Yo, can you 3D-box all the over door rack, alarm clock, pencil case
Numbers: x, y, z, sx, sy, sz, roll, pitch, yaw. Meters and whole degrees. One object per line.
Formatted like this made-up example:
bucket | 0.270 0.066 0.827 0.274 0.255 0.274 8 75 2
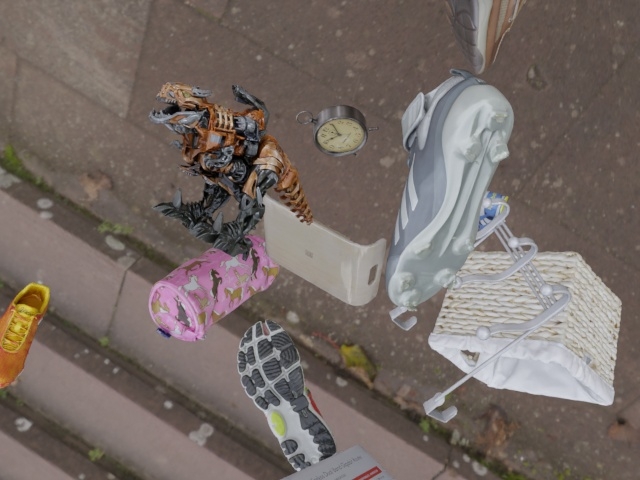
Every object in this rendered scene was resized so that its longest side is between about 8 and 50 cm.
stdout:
over door rack | 0.231 0.111 1.030 0.108 0.239 0.324 19 123 -27
alarm clock | 0.030 -0.270 1.470 0.192 0.064 0.129 14 141 -27
pencil case | -0.258 0.110 1.577 0.160 0.386 0.167 16 118 22

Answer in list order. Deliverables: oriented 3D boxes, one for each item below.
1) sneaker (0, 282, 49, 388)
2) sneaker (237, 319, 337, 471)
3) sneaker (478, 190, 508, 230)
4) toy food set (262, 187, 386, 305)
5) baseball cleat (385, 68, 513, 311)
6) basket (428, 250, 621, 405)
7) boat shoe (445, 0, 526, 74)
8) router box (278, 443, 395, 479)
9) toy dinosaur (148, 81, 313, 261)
sneaker | -0.426 0.126 0.855 0.064 0.175 0.067 20 126 -21
sneaker | -0.062 0.275 1.066 0.118 0.107 0.278 89 158 -74
sneaker | 0.306 -0.058 1.150 0.059 0.053 0.144 19 165 9
toy food set | 0.000 0.000 1.380 0.306 0.092 0.219 28 146 18
baseball cleat | 0.099 -0.044 0.535 0.072 0.109 0.205 7 121 -26
basket | 0.498 0.201 1.461 0.332 0.266 0.328 0 153 46
boat shoe | 0.253 -0.357 0.888 0.117 0.324 0.123 -22 71 4
router box | 0.063 0.413 0.751 0.301 0.335 0.082 40 103 27
toy dinosaur | -0.117 -0.095 0.906 0.322 0.218 0.164 31 176 -23
